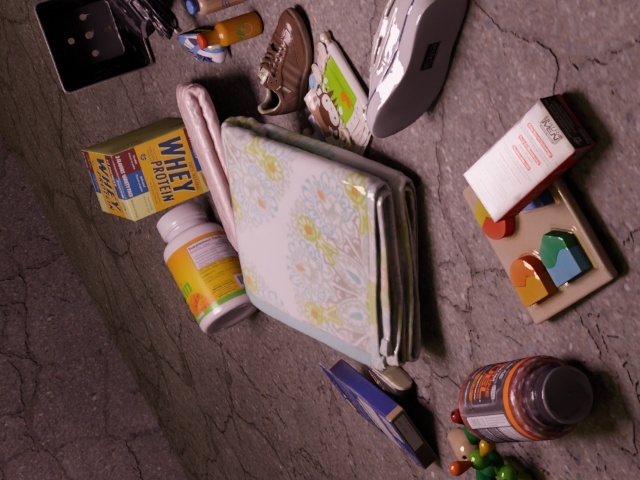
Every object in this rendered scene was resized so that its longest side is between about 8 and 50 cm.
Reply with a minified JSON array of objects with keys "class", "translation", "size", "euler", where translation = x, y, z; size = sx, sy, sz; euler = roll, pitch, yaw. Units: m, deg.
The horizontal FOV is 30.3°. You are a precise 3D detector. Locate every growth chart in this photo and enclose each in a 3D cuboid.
[{"class":"growth chart","translation":[0.023,-0.181,1.748],"size":[0.172,0.021,0.237],"euler":[57,155,25]}]

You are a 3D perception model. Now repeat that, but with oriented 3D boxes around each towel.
[{"class":"towel","translation":[0.000,0.000,1.791],"size":[0.374,0.090,0.321],"euler":[23,128,42]},{"class":"towel","translation":[-0.181,-0.131,2.107],"size":[0.332,0.053,0.317],"euler":[-144,33,-77]}]

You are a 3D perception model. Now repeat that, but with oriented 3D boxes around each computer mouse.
[{"class":"computer mouse","translation":[-0.328,-0.442,2.169],"size":[0.188,0.072,0.272],"euler":[48,171,-10]}]

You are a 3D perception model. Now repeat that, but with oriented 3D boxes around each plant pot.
[{"class":"plant pot","translation":[-0.468,-0.418,2.414],"size":[0.167,0.188,0.188],"euler":[-150,40,-72]}]

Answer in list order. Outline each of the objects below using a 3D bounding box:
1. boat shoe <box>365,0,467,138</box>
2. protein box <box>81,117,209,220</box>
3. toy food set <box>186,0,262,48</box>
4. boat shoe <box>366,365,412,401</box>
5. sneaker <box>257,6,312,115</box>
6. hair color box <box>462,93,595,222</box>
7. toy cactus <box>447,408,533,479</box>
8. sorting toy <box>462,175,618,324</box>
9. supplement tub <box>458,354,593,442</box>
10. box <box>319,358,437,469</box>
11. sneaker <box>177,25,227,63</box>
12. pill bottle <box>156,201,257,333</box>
[{"class":"boat shoe","translation":[0.106,-0.233,1.444],"size":[0.084,0.095,0.258],"euler":[59,146,27]},{"class":"protein box","translation":[-0.333,-0.144,2.334],"size":[0.201,0.199,0.136],"euler":[14,125,62]},{"class":"toy food set","translation":[-0.154,-0.411,1.806],"size":[0.111,0.104,0.232],"euler":[52,153,32]},{"class":"boat shoe","translation":[0.097,0.207,1.918],"size":[0.133,0.049,0.042],"euler":[45,142,32]},{"class":"sneaker","translation":[-0.058,-0.260,1.783],"size":[0.066,0.071,0.188],"euler":[50,153,36]},{"class":"hair color box","translation":[0.226,-0.088,1.297],"size":[0.072,0.043,0.141],"euler":[59,136,15]},{"class":"toy cactus","translation":[0.227,0.321,1.698],"size":[0.219,0.112,0.180],"euler":[64,169,-17]},{"class":"sorting toy","translation":[0.247,-0.009,1.395],"size":[0.193,0.038,0.208],"euler":[62,157,11]},{"class":"supplement tub","translation":[0.259,0.199,1.482],"size":[0.106,0.106,0.198],"euler":[66,157,2]},{"class":"box","translation":[0.092,0.277,1.957],"size":[0.225,0.036,0.136],"euler":[32,161,52]},{"class":"sneaker","translation":[-0.206,-0.339,2.060],"size":[0.144,0.053,0.059],"euler":[24,135,60]},{"class":"pill bottle","translation":[-0.231,0.051,2.377],"size":[0.246,0.136,0.136],"euler":[60,156,16]}]
